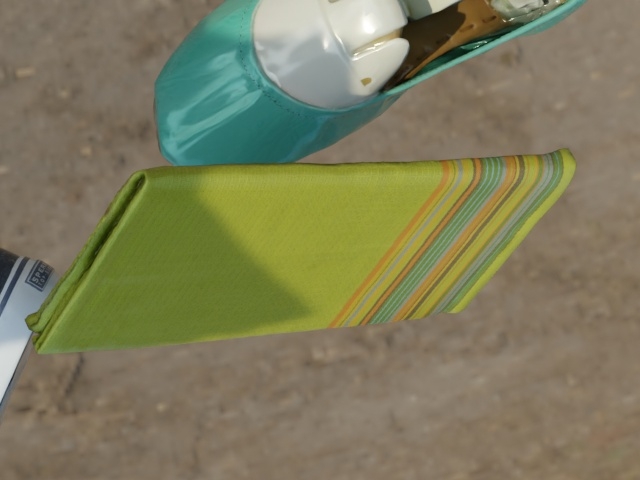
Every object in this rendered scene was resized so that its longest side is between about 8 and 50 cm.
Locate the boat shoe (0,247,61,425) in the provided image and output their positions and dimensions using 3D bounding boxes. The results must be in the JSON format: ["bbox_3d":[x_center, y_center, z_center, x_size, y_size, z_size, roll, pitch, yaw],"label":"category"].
[{"bbox_3d":[-0.182,0.075,0.754,0.083,0.065,0.183,25,105,-2],"label":"boat shoe"}]

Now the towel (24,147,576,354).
[{"bbox_3d":[0.000,0.000,0.708,0.237,0.021,0.102,-4,141,-43],"label":"towel"}]

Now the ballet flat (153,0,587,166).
[{"bbox_3d":[0.036,-0.107,0.782,0.247,0.083,0.087,-28,178,-21],"label":"ballet flat"}]
